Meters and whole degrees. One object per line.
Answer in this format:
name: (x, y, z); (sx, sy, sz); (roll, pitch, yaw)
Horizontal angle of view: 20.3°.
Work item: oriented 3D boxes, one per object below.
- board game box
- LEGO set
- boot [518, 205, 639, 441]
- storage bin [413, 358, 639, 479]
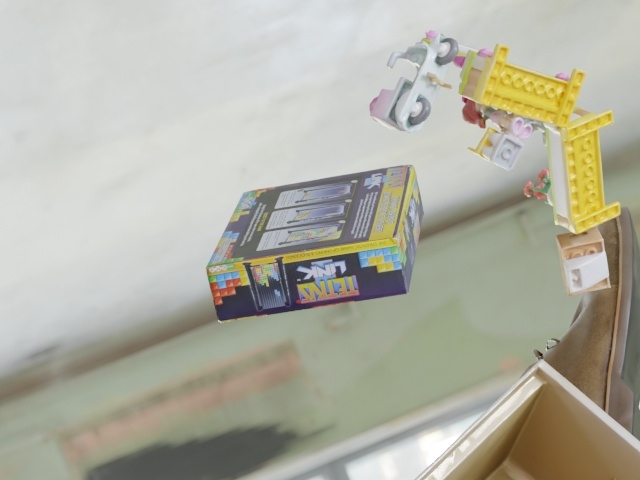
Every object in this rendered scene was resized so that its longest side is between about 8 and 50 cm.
board game box: (0.000, 0.000, 1.335); (0.141, 0.048, 0.170); (-8, -161, 11)
LEGO set: (0.150, -0.081, 1.416); (0.287, 0.107, 0.132); (40, 84, -38)
boot: (0.225, 0.095, 1.546); (0.115, 0.305, 0.112); (-5, 140, 21)
storage bin: (0.150, 0.264, 1.166); (0.260, 0.262, 0.123); (-39, 160, -32)
